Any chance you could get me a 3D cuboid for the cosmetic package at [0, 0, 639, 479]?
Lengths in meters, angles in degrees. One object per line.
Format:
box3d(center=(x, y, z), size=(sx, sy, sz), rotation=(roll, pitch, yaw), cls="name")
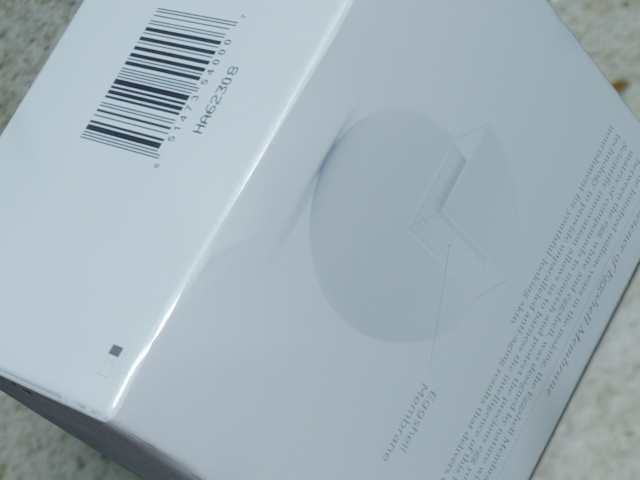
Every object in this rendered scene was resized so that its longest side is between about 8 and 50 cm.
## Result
box3d(center=(0.000, 0.000, 0.651), size=(0.138, 0.224, 0.224), rotation=(16, 72, 44), cls="cosmetic package")
